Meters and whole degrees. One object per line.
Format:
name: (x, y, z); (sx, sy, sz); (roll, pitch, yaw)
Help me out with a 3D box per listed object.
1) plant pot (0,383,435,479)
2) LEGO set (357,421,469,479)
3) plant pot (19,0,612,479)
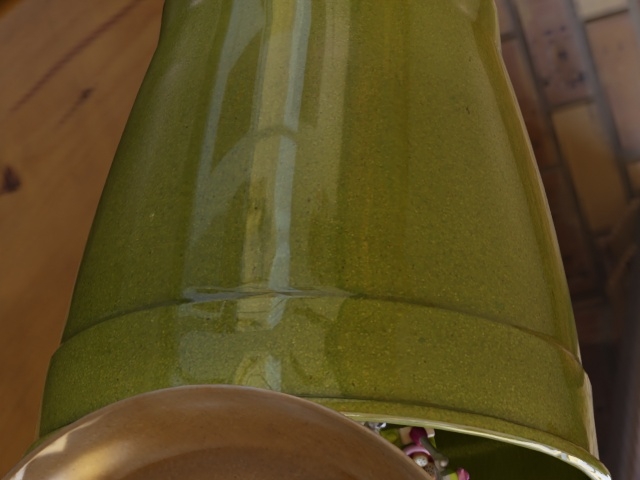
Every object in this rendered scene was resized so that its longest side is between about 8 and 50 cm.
plant pot: (-0.034, 0.167, 0.533); (0.032, 0.236, 0.236); (20, 58, -66)
LEGO set: (0.023, 0.141, 1.018); (0.287, 0.132, 0.107); (54, -3, -14)
plant pot: (0.000, 0.000, 1.050); (0.366, 0.366, 0.353); (41, 45, -56)
